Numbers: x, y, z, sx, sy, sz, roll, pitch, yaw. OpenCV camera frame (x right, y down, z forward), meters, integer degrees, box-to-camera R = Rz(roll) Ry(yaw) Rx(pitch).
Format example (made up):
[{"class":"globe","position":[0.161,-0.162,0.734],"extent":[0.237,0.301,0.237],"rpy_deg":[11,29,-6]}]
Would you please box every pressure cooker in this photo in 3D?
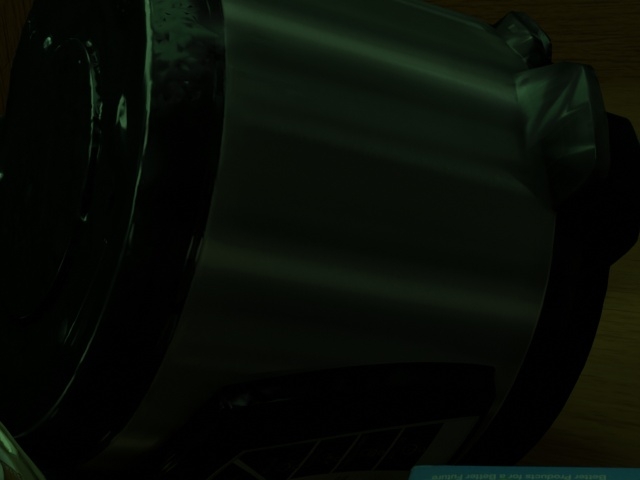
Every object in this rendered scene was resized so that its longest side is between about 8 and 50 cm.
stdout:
[{"class":"pressure cooker","position":[0.001,-0.006,0.919],"extent":[0.420,0.375,0.370],"rpy_deg":[12,14,-30]}]

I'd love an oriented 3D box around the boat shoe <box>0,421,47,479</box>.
[{"class":"boat shoe","position":[-0.272,0.126,0.801],"extent":[0.103,0.113,0.302],"rpy_deg":[25,-1,-41]}]

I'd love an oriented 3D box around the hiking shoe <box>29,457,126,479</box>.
[{"class":"hiking shoe","position":[-0.267,0.192,0.861],"extent":[0.304,0.113,0.132],"rpy_deg":[-9,14,-11]}]

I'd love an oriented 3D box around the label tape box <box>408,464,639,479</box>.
[{"class":"label tape box","position":[0.136,0.229,0.568],"extent":[0.241,0.106,0.333],"rpy_deg":[-2,22,14]}]
